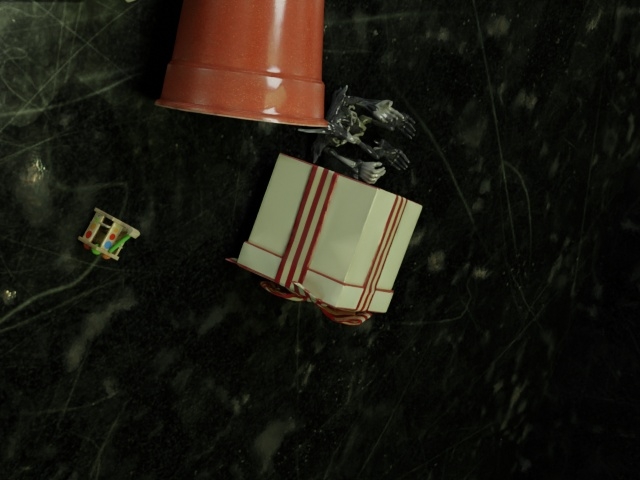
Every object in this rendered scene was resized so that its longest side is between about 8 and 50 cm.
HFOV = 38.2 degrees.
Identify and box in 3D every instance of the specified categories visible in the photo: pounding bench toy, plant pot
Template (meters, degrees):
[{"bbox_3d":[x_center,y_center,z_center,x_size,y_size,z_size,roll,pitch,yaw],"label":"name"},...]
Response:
[{"bbox_3d":[-0.330,-0.002,1.457,0.052,0.083,0.065,35,81,-52],"label":"pounding bench toy"},{"bbox_3d":[-0.106,-0.323,1.421,0.272,0.272,0.265,-4,104,-48],"label":"plant pot"}]

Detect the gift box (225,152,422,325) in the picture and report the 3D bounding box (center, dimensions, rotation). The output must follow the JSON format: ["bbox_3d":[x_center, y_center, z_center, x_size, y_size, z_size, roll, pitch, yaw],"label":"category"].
[{"bbox_3d":[0.000,0.000,1.711,0.276,0.255,0.258,12,98,-57],"label":"gift box"}]

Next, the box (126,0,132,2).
[{"bbox_3d":[-0.178,-0.439,1.232,0.126,0.232,0.148,-72,143,-54],"label":"box"}]

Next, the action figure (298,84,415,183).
[{"bbox_3d":[0.088,-0.206,1.787,0.276,0.141,0.164,-2,116,-51],"label":"action figure"}]
